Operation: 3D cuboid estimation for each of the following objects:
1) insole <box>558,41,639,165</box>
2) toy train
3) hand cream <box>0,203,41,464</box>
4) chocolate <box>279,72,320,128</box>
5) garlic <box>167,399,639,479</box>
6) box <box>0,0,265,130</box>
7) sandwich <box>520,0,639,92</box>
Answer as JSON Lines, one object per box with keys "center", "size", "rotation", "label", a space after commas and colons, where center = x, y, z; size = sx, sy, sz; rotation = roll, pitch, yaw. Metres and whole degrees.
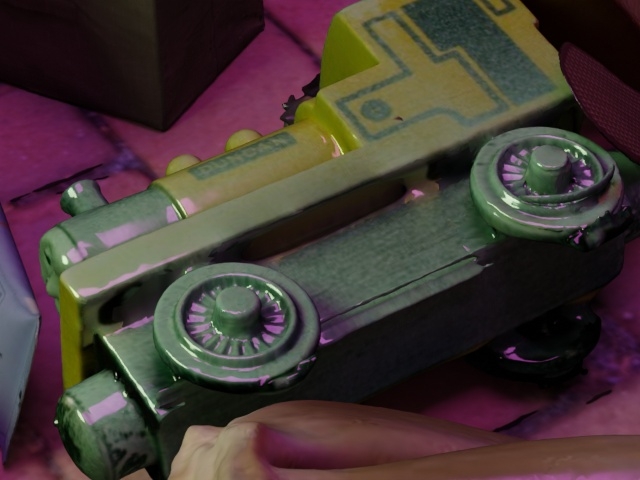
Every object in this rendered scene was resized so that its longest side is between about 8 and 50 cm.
{"center": [0.189, -0.073, 1.117], "size": [0.005, 0.253, 0.086], "rotation": [-33, 73, 20], "label": "insole"}
{"center": [0.000, 0.000, 1.041], "size": [0.369, 0.150, 0.237], "rotation": [-23, 55, -24], "label": "toy train"}
{"center": [-0.205, 0.013, 1.107], "size": [0.058, 0.091, 0.271], "rotation": [5, 31, -28], "label": "hand cream"}
{"center": [0.090, -0.135, 1.285], "size": [0.102, 0.065, 0.329], "rotation": [36, 51, 10], "label": "chocolate"}
{"center": [0.114, 0.140, 0.838], "size": [0.340, 0.246, 0.231], "rotation": [-10, 27, 6], "label": "garlic"}
{"center": [-0.174, -0.199, 1.293], "size": [0.231, 0.149, 0.155], "rotation": [17, 44, 20], "label": "box"}
{"center": [0.162, -0.158, 1.204], "size": [0.096, 0.258, 0.094], "rotation": [-8, 64, 27], "label": "sandwich"}
